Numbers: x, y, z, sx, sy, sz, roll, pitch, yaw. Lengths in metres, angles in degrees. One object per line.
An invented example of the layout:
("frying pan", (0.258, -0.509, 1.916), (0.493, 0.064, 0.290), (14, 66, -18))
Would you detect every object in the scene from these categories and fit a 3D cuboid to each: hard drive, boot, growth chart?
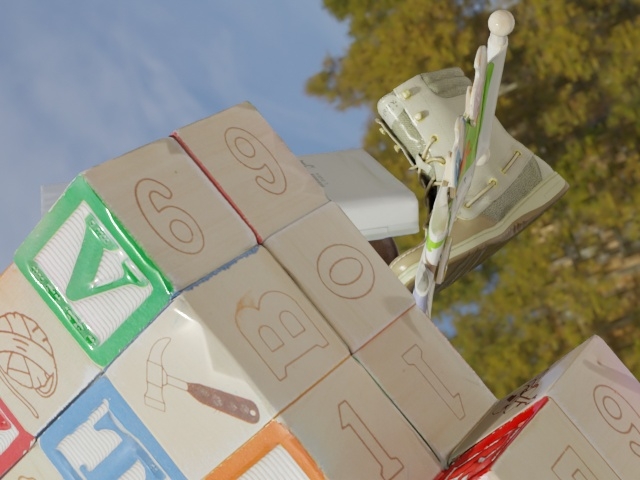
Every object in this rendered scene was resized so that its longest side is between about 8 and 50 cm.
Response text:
("hard drive", (-0.089, -0.028, 1.139), (0.203, 0.307, 0.040), (-127, 31, -70))
("boot", (0.097, -0.054, 1.111), (0.213, 0.077, 0.165), (-32, -101, -35))
("growth chart", (0.077, -0.008, 0.790), (0.172, 0.021, 0.237), (84, -158, -66))

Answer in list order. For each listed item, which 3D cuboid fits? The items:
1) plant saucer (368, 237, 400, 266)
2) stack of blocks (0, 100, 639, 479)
("plant saucer", (0.000, 0.000, 1.515), (0.198, 0.036, 0.199), (21, -144, -16))
("stack of blocks", (0.025, 0.104, 0.389), (0.297, 0.171, 0.087), (50, -144, 6))
